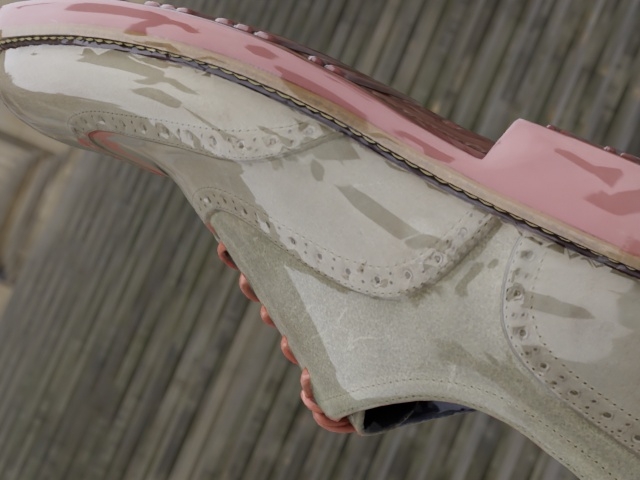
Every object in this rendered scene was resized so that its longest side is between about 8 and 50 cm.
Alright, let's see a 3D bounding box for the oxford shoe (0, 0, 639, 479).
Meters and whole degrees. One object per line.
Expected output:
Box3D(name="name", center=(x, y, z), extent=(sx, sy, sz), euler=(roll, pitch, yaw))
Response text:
Box3D(name="oxford shoe", center=(0.000, 0.000, 0.605), extent=(0.123, 0.348, 0.130), euler=(11, -81, -57))
